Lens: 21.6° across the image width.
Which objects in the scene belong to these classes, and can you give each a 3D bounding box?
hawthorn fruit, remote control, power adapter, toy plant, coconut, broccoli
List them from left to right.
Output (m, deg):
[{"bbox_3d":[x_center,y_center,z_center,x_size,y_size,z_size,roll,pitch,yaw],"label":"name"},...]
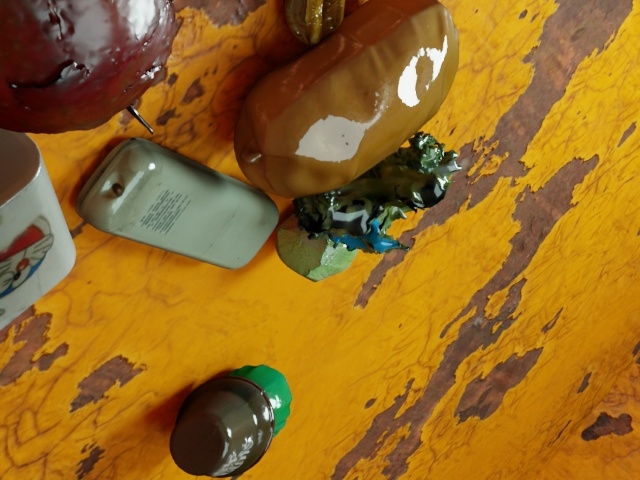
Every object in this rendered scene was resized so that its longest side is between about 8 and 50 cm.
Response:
[{"bbox_3d":[-0.256,0.000,1.205,0.130,0.125,0.205,-42,155,-17],"label":"power adapter"},{"bbox_3d":[-0.162,-0.145,1.020,0.181,0.181,0.235,-48,126,-2],"label":"hawthorn fruit"},{"bbox_3d":[-0.119,-0.027,1.517,0.090,0.038,0.309,-53,157,8],"label":"remote control"},{"bbox_3d":[-0.099,0.203,1.840,0.143,0.105,0.200,-48,170,19],"label":"toy plant"},{"bbox_3d":[0.000,0.000,1.723,0.082,0.083,0.081,-12,168,22],"label":"coconut"},{"bbox_3d":[0.060,-0.055,1.638,0.167,0.160,0.155,22,91,-35],"label":"broccoli"}]

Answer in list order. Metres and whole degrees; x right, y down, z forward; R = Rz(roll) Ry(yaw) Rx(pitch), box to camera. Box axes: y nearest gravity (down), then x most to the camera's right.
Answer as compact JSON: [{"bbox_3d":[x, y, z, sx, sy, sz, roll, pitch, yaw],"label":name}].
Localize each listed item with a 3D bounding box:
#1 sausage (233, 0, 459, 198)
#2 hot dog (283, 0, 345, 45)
[{"bbox_3d":[0.024,-0.129,1.507,0.241,0.120,0.136,-40,143,-20],"label":"sausage"},{"bbox_3d":[-0.004,-0.224,1.415,0.062,0.038,0.144,-34,151,-25],"label":"hot dog"}]
